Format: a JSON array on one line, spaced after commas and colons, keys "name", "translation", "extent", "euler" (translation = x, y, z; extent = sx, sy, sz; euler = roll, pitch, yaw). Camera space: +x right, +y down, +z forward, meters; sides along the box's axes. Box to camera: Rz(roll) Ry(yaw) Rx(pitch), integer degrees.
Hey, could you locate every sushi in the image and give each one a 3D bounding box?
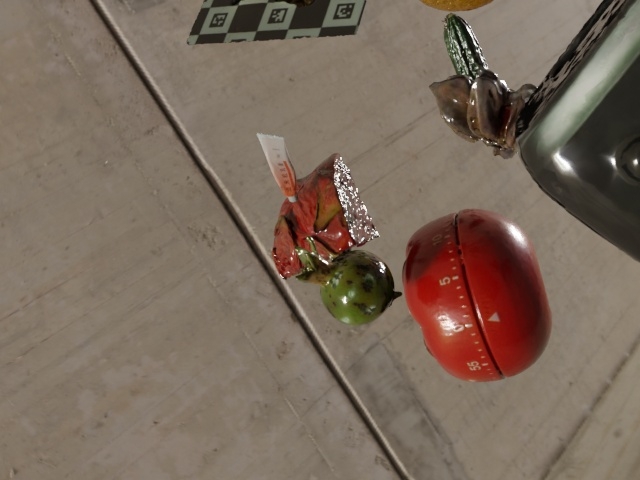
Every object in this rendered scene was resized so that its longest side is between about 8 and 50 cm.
[{"name": "sushi", "translation": [-0.035, -0.486, 1.061], "extent": [0.064, 0.343, 0.359], "euler": [45, -123, -57]}]

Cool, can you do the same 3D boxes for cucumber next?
[{"name": "cucumber", "translation": [0.337, -0.375, 1.296], "extent": [0.077, 0.077, 0.265], "euler": [-38, -74, -33]}]

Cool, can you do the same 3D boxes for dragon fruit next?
[{"name": "dragon fruit", "translation": [0.000, 0.000, 1.452], "extent": [0.240, 0.330, 0.302], "euler": [33, -150, -18]}]

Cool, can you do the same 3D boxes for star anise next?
[{"name": "star anise", "translation": [0.262, -0.166, 0.806], "extent": [0.236, 0.229, 0.093], "euler": [18, -88, 14]}]

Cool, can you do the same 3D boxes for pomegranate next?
[{"name": "pomegranate", "translation": [0.049, 0.068, 1.113], "extent": [0.220, 0.156, 0.156], "euler": [48, -121, -17]}]

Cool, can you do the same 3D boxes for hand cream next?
[{"name": "hand cream", "translation": [-0.079, -0.152, 1.251], "extent": [0.052, 0.216, 0.038], "euler": [-15, -124, 4]}]

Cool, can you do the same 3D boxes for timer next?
[{"name": "timer", "translation": [0.350, 0.117, 1.293], "extent": [0.378, 0.279, 0.378], "euler": [53, -153, -43]}]

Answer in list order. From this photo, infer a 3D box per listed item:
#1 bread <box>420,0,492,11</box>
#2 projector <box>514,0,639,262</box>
[{"name": "bread", "translation": [0.218, -0.484, 0.920], "extent": [0.240, 0.240, 0.139], "euler": [41, -145, -18]}, {"name": "projector", "translation": [0.413, -0.109, 0.401], "extent": [0.405, 0.395, 0.242], "euler": [35, -156, 4]}]
